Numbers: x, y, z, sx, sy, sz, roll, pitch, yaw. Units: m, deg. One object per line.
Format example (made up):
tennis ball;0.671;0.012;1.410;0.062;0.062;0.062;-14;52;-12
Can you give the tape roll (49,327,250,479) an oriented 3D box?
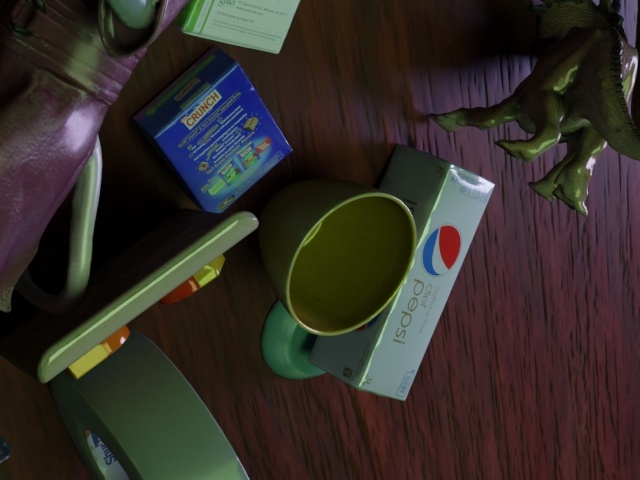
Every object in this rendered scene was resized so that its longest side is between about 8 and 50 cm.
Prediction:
tape roll;-0.130;0.181;1.293;0.072;0.219;0.219;-32;133;-19

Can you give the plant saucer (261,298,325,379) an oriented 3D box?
plant saucer;0.001;0.081;1.480;0.119;0.021;0.119;-21;129;-29

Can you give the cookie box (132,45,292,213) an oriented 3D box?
cookie box;-0.085;-0.085;1.286;0.092;0.040;0.107;-42;136;-10

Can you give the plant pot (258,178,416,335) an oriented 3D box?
plant pot;0.000;0.000;1.373;0.134;0.095;0.134;-21;129;-29

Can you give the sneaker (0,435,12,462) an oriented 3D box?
sneaker;-0.313;0.130;1.226;0.051;0.089;0.170;-35;106;27

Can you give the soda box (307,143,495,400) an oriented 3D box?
soda box;0.072;0.029;1.445;0.069;0.074;0.216;21;92;-45

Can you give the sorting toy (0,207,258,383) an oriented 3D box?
sorting toy;-0.148;0.042;1.216;0.193;0.208;0.038;-37;101;-16

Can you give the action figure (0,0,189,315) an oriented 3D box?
action figure;-0.160;-0.118;1.056;0.370;0.248;0.276;-53;137;5

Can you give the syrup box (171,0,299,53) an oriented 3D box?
syrup box;-0.045;-0.265;1.165;0.096;0.093;0.236;8;111;-42

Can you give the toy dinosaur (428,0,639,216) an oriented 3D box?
toy dinosaur;0.223;-0.142;1.381;0.127;0.296;0.200;36;90;-17

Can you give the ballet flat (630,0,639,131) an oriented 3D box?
ballet flat;0.329;-0.223;1.460;0.116;0.124;0.342;8;75;-12
